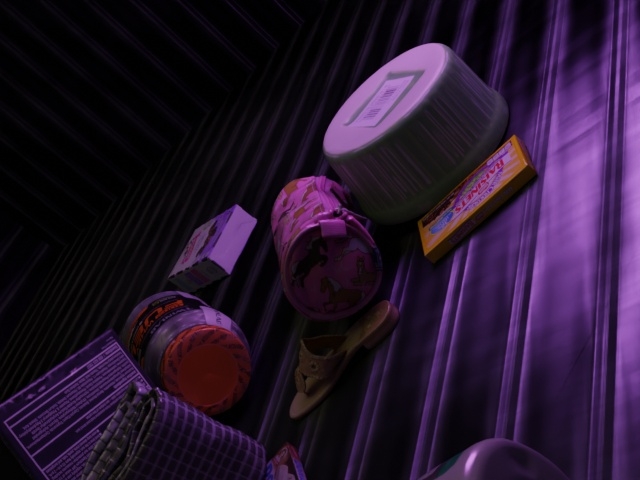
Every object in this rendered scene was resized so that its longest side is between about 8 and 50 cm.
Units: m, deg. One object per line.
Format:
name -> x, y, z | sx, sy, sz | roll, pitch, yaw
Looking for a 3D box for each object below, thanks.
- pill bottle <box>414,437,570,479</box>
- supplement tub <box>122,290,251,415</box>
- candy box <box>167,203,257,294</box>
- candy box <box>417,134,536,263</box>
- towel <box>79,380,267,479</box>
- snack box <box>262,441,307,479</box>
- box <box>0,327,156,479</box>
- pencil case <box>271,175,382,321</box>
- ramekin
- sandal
pill bottle -> 0.067, 0.341, 0.847 | 0.361, 0.204, 0.204 | -39, 23, 29
supplement tub -> -0.242, 0.205, 1.764 | 0.194, 0.193, 0.316 | -55, 21, -9
candy box -> -0.255, 0.024, 2.283 | 0.196, 0.070, 0.165 | -26, 32, 49
candy box -> 0.230, -0.062, 1.449 | 0.206, 0.027, 0.105 | -44, 25, 21
towel -> -0.218, 0.368, 1.338 | 0.121, 0.235, 0.284 | 8, 68, 47
snack box -> -0.045, 0.349, 1.339 | 0.064, 0.022, 0.178 | -51, 20, 7
box -> -0.374, 0.351, 1.526 | 0.182, 0.294, 0.296 | -39, -1, 35
pencil case -> 0.000, 0.000, 1.593 | 0.167, 0.160, 0.386 | -37, 14, 3
ramekin -> 0.147, -0.185, 1.614 | 0.303, 0.148, 0.303 | -37, 24, 19
sandal -> 0.008, 0.163, 1.462 | 0.240, 0.079, 0.088 | -45, 21, 17
